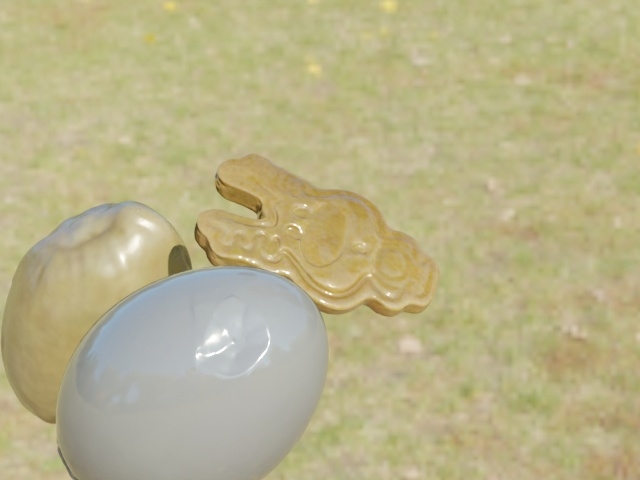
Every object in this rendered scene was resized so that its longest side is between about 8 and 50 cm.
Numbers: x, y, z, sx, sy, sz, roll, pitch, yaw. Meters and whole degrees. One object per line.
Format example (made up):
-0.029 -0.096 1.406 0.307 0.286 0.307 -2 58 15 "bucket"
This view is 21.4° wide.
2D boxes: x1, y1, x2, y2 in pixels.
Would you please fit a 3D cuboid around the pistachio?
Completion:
-0.234 0.075 1.755 0.182 0.293 0.162 21 33 -11 "pistachio"

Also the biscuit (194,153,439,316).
0.000 0.003 1.609 0.236 0.040 0.144 21 55 0 "biscuit"

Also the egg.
-0.094 0.112 1.292 0.232 0.176 0.176 -33 3 27 "egg"
